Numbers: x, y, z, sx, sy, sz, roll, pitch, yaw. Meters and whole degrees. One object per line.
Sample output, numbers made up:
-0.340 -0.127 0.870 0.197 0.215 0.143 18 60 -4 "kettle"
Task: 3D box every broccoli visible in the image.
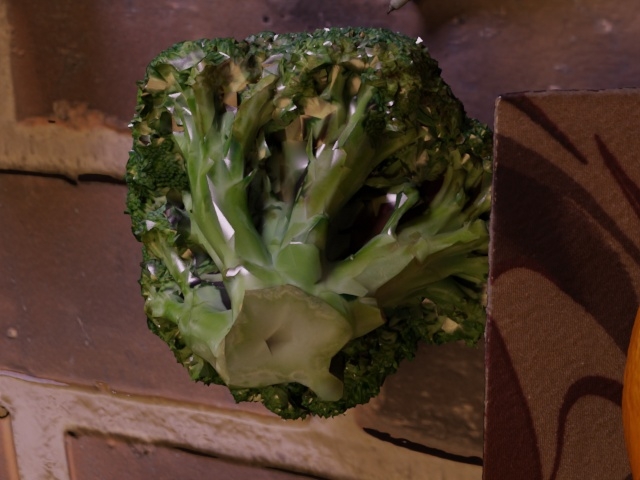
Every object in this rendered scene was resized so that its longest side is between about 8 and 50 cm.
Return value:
0.000 0.000 0.893 0.308 0.275 0.308 0 116 0 "broccoli"

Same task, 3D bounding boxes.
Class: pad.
0.216 0.057 0.861 0.220 0.004 0.330 -4 111 -6 "pad"

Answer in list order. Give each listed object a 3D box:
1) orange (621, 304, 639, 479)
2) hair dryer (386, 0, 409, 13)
0.317 0.095 0.717 0.312 0.312 0.312 11 114 26 "orange"
0.188 -0.186 0.831 0.229 0.092 0.267 37 137 6 "hair dryer"
